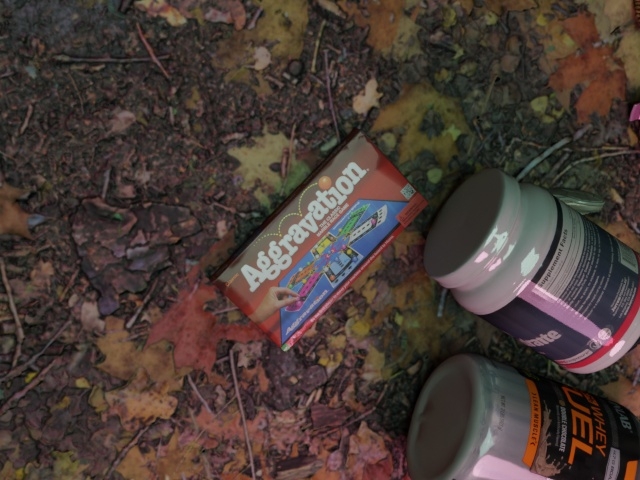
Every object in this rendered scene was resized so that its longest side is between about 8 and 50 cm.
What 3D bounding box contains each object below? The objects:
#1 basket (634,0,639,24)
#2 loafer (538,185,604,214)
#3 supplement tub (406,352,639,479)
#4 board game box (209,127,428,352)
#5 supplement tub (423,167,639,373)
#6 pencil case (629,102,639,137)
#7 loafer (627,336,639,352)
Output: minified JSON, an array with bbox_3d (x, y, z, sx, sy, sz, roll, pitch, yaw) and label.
[{"bbox_3d":[0.594,-0.420,1.678,0.299,0.223,0.214,0,68,-17],"label":"basket"},{"bbox_3d":[0.336,-0.051,1.700,0.125,0.045,0.039,7,116,-12],"label":"loafer"},{"bbox_3d":[0.307,0.296,1.668,0.338,0.207,0.207,20,94,-21],"label":"supplement tub"},{"bbox_3d":[0.000,0.000,1.609,0.281,0.027,0.145,-46,109,-4],"label":"board game box"},{"bbox_3d":[0.294,0.042,1.621,0.272,0.191,0.191,31,90,-20],"label":"supplement tub"},{"bbox_3d":[0.589,-0.177,1.713,0.284,0.124,0.124,-12,104,-14],"label":"pencil case"},{"bbox_3d":[0.452,0.100,1.748,0.223,0.076,0.078,-34,103,-14],"label":"loafer"}]
